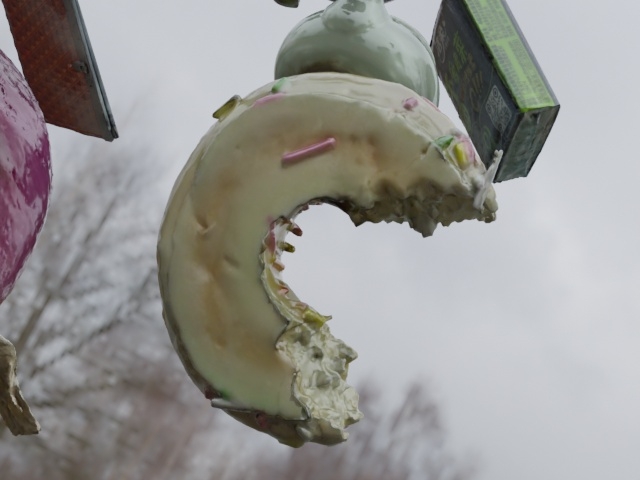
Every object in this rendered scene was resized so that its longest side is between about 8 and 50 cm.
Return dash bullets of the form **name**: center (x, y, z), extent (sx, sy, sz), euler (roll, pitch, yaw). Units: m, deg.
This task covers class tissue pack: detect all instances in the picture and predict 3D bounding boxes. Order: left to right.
- **tissue pack**: center (0.223, -0.213, 2.361), extent (0.173, 0.073, 0.235), euler (103, -31, -56)

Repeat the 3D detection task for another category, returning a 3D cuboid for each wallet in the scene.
- **wallet**: center (-0.267, -0.187, 1.811), extent (0.103, 0.020, 0.196), euler (19, -39, 28)

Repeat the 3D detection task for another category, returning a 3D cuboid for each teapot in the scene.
- **teapot**: center (0.063, -0.228, 2.089), extent (0.220, 0.149, 0.318), euler (35, -47, 10)

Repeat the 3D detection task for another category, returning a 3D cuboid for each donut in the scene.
- **donut**: center (-0.010, 0.003, 1.815), extent (0.307, 0.371, 0.150), euler (35, 8, 20)

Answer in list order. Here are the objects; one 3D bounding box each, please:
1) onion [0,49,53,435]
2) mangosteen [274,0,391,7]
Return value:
- **onion**: center (-0.381, -0.018, 1.505), extent (0.358, 0.358, 0.345), euler (22, -17, 24)
- **mangosteen**: center (0.038, -0.444, 2.437), extent (0.288, 0.288, 0.288), euler (26, -11, 5)
